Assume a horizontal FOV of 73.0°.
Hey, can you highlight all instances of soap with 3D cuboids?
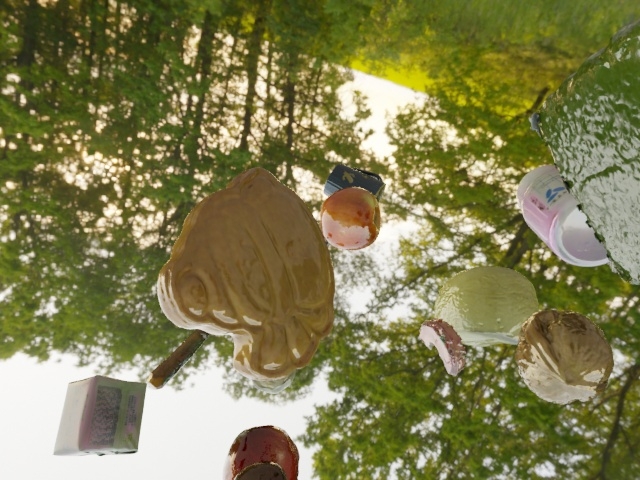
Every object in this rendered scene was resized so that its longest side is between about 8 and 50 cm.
[{"bbox_3d":[-0.616,0.499,1.223,0.138,0.199,0.182,-15,150,25],"label":"soap"}]

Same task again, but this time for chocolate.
[{"bbox_3d":[-0.175,0.752,1.300,0.176,0.177,0.177,15,-158,-6],"label":"chocolate"}]

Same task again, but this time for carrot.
[{"bbox_3d":[-0.495,0.407,1.518,0.070,0.070,0.260,26,-126,21],"label":"carrot"}]

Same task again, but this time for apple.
[{"bbox_3d":[0.074,-0.053,1.074,0.139,0.163,0.163,-4,-165,20],"label":"apple"}]

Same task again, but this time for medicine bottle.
[{"bbox_3d":[0.493,-0.063,0.863,0.152,0.152,0.254,18,-155,0],"label":"medicine bottle"}]

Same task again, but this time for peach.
[{"bbox_3d":[-0.209,0.846,1.549,0.281,0.281,0.338,8,-126,-24],"label":"peach"}]

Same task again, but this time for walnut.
[{"bbox_3d":[0.416,0.201,0.748,0.155,0.155,0.184,23,-159,13],"label":"walnut"}]

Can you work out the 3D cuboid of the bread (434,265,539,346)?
[{"bbox_3d":[0.537,0.220,1.398,0.320,0.237,0.320,9,158,4],"label":"bread"}]

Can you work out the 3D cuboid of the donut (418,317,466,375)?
[{"bbox_3d":[0.329,0.265,1.157,0.065,0.117,0.166,-20,-140,-17],"label":"donut"}]

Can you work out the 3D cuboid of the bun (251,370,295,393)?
[{"bbox_3d":[-0.223,0.598,2.030,0.239,0.239,0.141,29,172,26],"label":"bun"}]

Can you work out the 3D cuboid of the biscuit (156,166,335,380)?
[{"bbox_3d":[-0.084,0.051,0.691,0.312,0.057,0.351,60,-143,-12],"label":"biscuit"}]

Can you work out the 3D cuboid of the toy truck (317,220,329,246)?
[{"bbox_3d":[0.000,0.000,1.281,0.052,0.123,0.063,27,-161,19],"label":"toy truck"}]

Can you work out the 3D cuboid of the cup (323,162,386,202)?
[{"bbox_3d":[0.110,-0.162,1.319,0.155,0.131,0.176,30,-133,10],"label":"cup"}]

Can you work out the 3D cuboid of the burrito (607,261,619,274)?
[{"bbox_3d":[0.656,-0.007,0.947,0.042,0.171,0.051,11,-169,42],"label":"burrito"}]

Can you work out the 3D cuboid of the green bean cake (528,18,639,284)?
[{"bbox_3d":[0.351,-0.088,0.392,0.250,0.156,0.247,71,174,-84],"label":"green bean cake"}]
